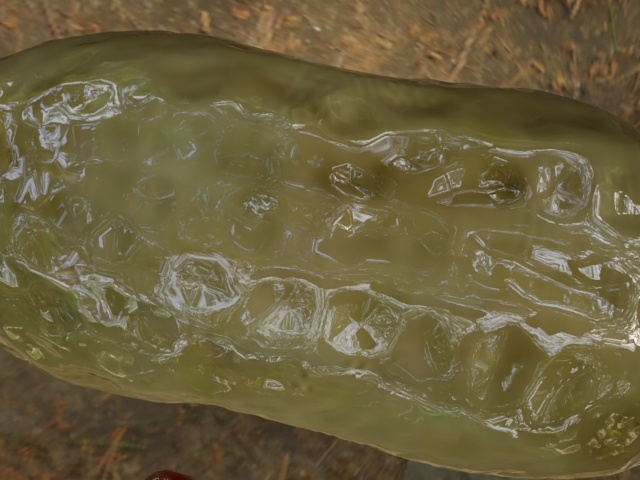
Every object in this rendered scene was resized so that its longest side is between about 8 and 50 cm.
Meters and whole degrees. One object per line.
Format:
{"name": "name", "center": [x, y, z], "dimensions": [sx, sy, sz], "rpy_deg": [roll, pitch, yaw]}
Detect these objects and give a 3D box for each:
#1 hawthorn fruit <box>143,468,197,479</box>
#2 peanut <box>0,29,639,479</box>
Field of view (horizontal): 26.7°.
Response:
{"name": "hawthorn fruit", "center": [-0.153, 0.265, 1.356], "dimensions": [0.077, 0.077, 0.077], "rpy_deg": [1, 94, 11]}
{"name": "peanut", "center": [0.000, 0.000, 0.597], "dimensions": [0.387, 0.192, 0.169], "rpy_deg": [12, 92, -3]}
